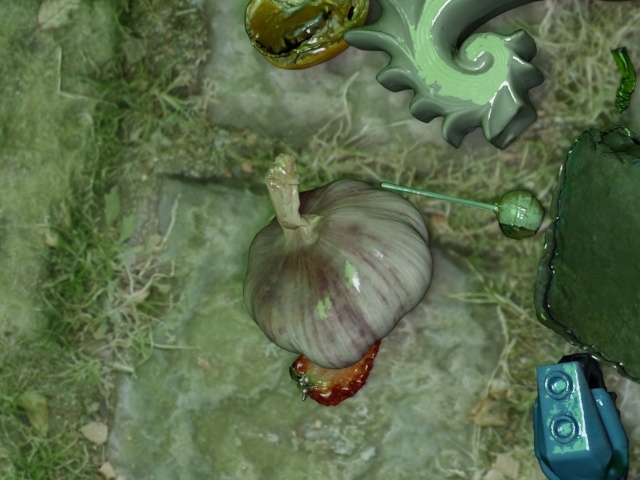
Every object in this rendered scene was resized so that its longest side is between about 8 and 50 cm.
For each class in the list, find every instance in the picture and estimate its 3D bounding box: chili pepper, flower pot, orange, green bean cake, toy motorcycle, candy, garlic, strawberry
[{"bbox_3d":[0.365,-0.193,1.878,0.027,0.022,0.083,0,81,-12],"label":"chili pepper"},{"bbox_3d":[0.221,-0.299,1.870,0.254,0.164,0.367,45,100,14],"label":"flower pot"},{"bbox_3d":[-0.010,-0.287,1.987,0.170,0.112,0.160,-11,59,10],"label":"orange"},{"bbox_3d":[0.363,0.018,1.715,0.241,0.132,0.255,35,130,48],"label":"green bean cake"},{"bbox_3d":[0.303,0.328,1.724,0.172,0.232,0.416,-8,80,23],"label":"toy motorcycle"},{"bbox_3d":[0.170,-0.045,1.885,0.203,0.061,0.061,11,88,-3],"label":"candy"},{"bbox_3d":[0.000,0.000,1.874,0.245,0.253,0.245,-19,38,16],"label":"garlic"},{"bbox_3d":[0.028,0.144,1.956,0.152,0.048,0.104,-42,63,-5],"label":"strawberry"}]
